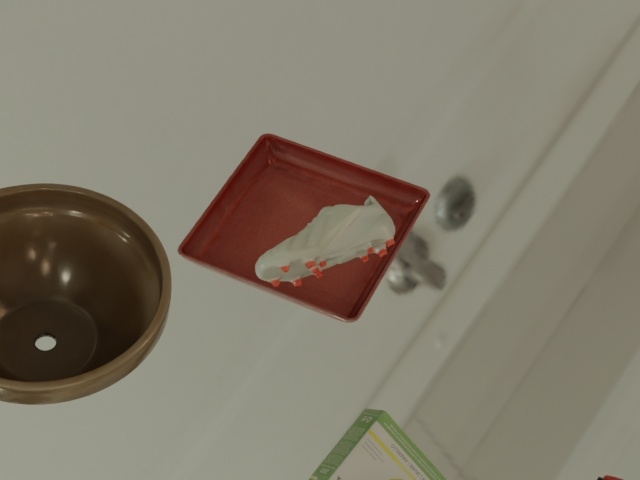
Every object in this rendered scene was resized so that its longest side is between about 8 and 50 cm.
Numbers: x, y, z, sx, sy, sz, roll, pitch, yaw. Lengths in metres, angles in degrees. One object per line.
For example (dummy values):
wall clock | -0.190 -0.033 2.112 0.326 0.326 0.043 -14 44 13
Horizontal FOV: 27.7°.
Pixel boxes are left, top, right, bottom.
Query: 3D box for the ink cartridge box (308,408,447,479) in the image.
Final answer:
ink cartridge box | 0.048 0.353 1.632 0.171 0.235 0.056 49 157 -19

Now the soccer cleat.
soccer cleat | 0.000 0.000 1.551 0.076 0.196 0.068 63 148 18

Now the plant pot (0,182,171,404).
plant pot | -0.261 0.068 1.220 0.237 0.237 0.110 32 142 16

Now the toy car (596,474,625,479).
toy car | 0.309 0.352 1.531 0.225 0.053 0.239 9 -160 -15

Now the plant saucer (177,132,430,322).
plant saucer | -0.019 -0.011 1.734 0.259 0.258 0.048 20 140 15
